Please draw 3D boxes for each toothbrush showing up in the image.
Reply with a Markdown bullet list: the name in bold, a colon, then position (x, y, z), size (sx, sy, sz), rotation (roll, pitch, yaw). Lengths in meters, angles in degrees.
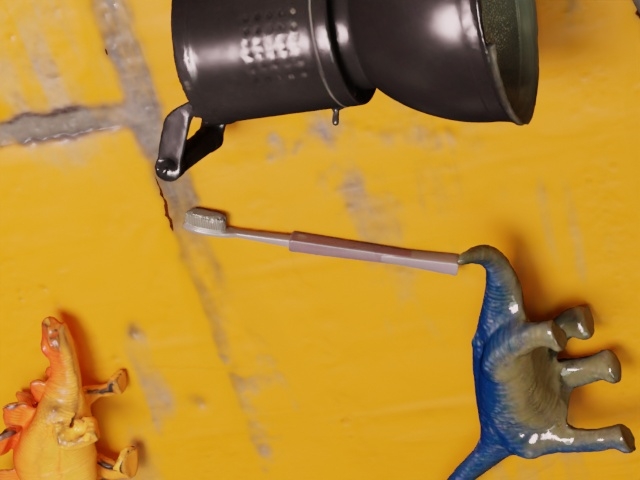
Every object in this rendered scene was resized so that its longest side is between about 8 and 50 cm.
- **toothbrush**: position (0.000, 0.002, 0.986), size (0.194, 0.014, 0.017), rotation (11, 123, 1)

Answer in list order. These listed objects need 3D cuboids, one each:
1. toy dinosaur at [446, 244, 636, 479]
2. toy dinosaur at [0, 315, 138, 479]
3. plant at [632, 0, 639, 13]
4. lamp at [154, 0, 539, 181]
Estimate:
- **toy dinosaur**: position (0.111, 0.105, 1.010), size (0.188, 0.075, 0.248), rotation (-22, 124, 29)
- **toy dinosaur**: position (-0.204, 0.182, 1.104), size (0.117, 0.070, 0.288), rotation (6, 120, 17)
- **plant**: position (0.260, -0.107, 0.794), size (0.149, 0.146, 0.274), rotation (-14, 118, 29)
- **lamp**: position (0.002, -0.134, 0.836), size (0.227, 0.147, 0.172), rotation (-4, 110, 20)
